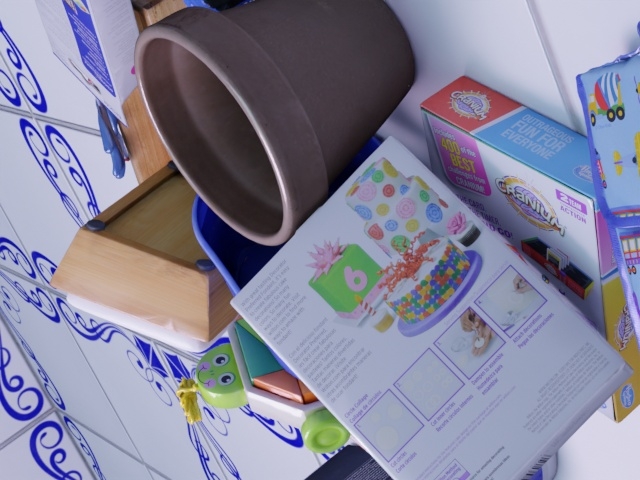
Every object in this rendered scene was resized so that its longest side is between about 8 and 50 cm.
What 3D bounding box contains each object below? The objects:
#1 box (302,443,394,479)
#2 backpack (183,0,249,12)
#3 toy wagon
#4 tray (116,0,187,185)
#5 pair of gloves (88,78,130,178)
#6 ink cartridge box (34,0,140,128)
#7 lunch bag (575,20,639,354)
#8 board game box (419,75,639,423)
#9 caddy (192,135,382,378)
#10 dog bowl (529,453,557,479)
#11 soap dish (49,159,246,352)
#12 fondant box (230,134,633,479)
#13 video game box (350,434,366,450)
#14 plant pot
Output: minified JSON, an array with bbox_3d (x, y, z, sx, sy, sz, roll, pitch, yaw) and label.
[{"bbox_3d":[0.124,0.484,2.285,0.293,0.212,0.395,59,156,-12],"label":"box"},{"bbox_3d":[-0.106,-0.303,1.743,0.098,0.120,0.101,60,157,-15],"label":"backpack"},{"bbox_3d":[-0.006,0.128,1.844,0.267,0.344,0.068,-111,6,-48],"label":"toy wagon"},{"bbox_3d":[-0.216,-0.200,2.165,0.203,0.076,0.411,34,149,40],"label":"tray"},{"bbox_3d":[-0.307,-0.178,2.307,0.198,0.023,0.159,-101,-3,-76],"label":"pair of gloves"},{"bbox_3d":[-0.304,-0.306,1.980,0.176,0.069,0.371,45,161,23],"label":"ink cartridge box"},{"bbox_3d":[0.331,-0.050,1.289,0.221,0.138,0.293,-12,100,66],"label":"lunch bag"},{"bbox_3d":[0.226,0.011,1.614,0.242,0.064,0.316,34,150,40],"label":"board game box"},{"bbox_3d":[0.000,0.000,1.782,0.341,0.241,0.179,51,166,44],"label":"caddy"},{"bbox_3d":[0.169,0.236,1.989,0.265,0.104,0.265,42,154,25],"label":"dog bowl"},{"bbox_3d":[-0.175,0.011,2.034,0.229,0.291,0.118,19,121,18],"label":"soap dish"},{"bbox_3d":[0.108,0.095,1.557,0.330,0.238,0.096,46,-174,18],"label":"fondant box"},{"bbox_3d":[0.070,0.202,1.937,0.205,0.048,0.187,34,148,39],"label":"video game box"},{"bbox_3d":[-0.032,-0.164,1.655,0.263,0.229,0.263,42,155,25],"label":"plant pot"}]
